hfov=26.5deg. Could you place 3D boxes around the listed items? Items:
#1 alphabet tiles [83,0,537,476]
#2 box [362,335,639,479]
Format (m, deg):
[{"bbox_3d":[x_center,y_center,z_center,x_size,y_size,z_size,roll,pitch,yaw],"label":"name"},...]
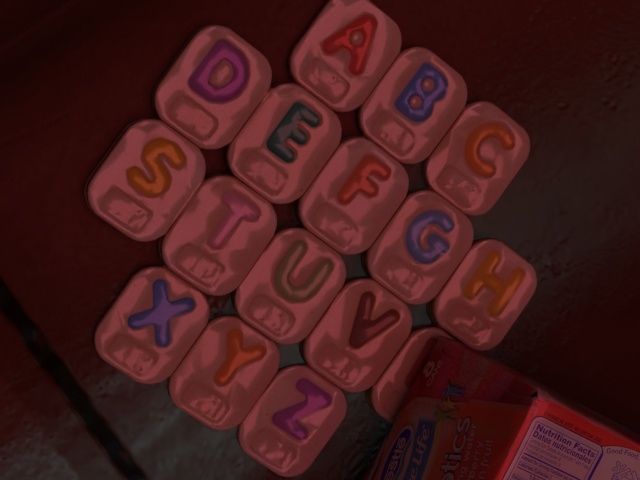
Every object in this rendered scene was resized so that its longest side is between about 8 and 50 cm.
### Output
[{"bbox_3d":[0.000,0.000,0.859,0.284,0.021,0.278,37,87,-17],"label":"alphabet tiles"},{"bbox_3d":[0.185,0.197,0.867,0.300,0.142,0.154,27,91,-23],"label":"box"}]
